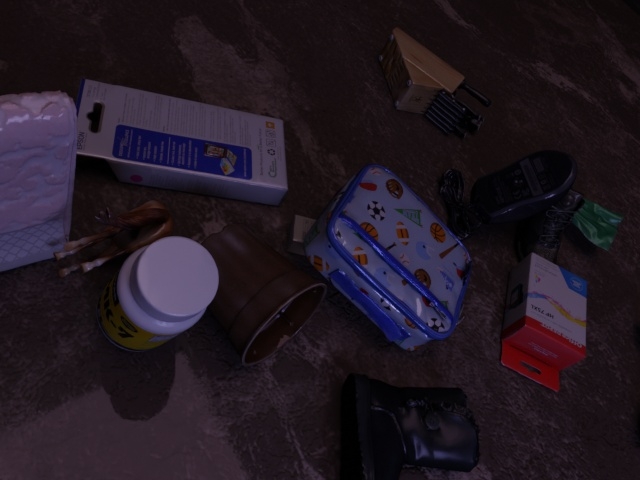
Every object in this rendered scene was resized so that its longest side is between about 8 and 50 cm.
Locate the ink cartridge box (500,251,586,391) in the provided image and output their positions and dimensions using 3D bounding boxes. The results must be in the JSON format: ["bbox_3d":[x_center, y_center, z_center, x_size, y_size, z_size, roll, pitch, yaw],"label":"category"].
[{"bbox_3d":[0.429,0.153,1.084,0.134,0.078,0.231,27,51,-5],"label":"ink cartridge box"}]

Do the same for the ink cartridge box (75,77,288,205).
[{"bbox_3d":[-0.243,-0.173,1.013,0.371,0.069,0.176,9,55,-22],"label":"ink cartridge box"}]

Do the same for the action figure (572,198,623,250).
[{"bbox_3d":[0.576,-0.075,1.322,0.232,0.063,0.137,33,51,9],"label":"action figure"}]

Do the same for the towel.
[{"bbox_3d":[-0.457,-0.033,0.652,0.332,0.317,0.053,-18,66,-32],"label":"towel"}]

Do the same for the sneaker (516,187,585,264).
[{"bbox_3d":[0.484,-0.033,1.192,0.087,0.130,0.227,20,67,1],"label":"sneaker"}]

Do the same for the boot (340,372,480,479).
[{"bbox_3d":[0.137,0.316,0.822,0.207,0.094,0.246,12,47,-12],"label":"boot"}]

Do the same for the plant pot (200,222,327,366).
[{"bbox_3d":[-0.107,0.072,0.850,0.165,0.167,0.167,43,50,18],"label":"plant pot"}]

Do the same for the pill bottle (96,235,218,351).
[{"bbox_3d":[-0.216,0.073,0.745,0.119,0.208,0.119,12,65,-28],"label":"pill bottle"}]

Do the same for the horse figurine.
[{"bbox_3d":[-0.274,-0.011,0.791,0.174,0.263,0.066,-31,99,-31],"label":"horse figurine"}]

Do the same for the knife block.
[{"bbox_3d":[0.290,-0.383,1.392,0.242,0.088,0.275,2,56,-24],"label":"knife block"}]

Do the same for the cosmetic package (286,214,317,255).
[{"bbox_3d":[0.000,0.000,1.017,0.115,0.041,0.060,15,54,-14],"label":"cosmetic package"}]

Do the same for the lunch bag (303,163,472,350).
[{"bbox_3d":[0.128,0.035,0.974,0.303,0.115,0.243,42,47,-11],"label":"lunch bag"}]

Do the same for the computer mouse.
[{"bbox_3d":[0.391,-0.099,1.171,0.072,0.272,0.188,44,36,-46],"label":"computer mouse"}]
